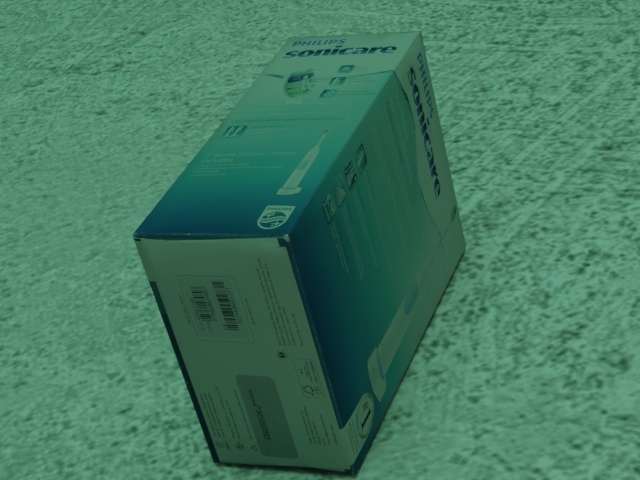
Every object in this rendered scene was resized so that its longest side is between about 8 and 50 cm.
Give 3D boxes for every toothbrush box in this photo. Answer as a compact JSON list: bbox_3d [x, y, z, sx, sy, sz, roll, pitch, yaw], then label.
[{"bbox_3d":[0.000,0.000,1.134,0.126,0.216,0.295,2,36,26],"label":"toothbrush box"}]
